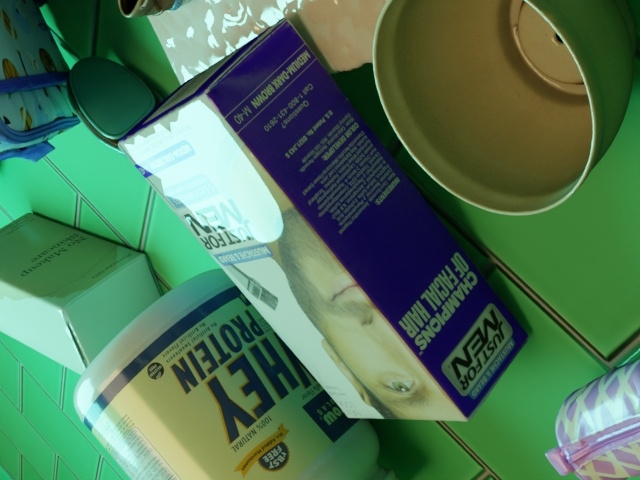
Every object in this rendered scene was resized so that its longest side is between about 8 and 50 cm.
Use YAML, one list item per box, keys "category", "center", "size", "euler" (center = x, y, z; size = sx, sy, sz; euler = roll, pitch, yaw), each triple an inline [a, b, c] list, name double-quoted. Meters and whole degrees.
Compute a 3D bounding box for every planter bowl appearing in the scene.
- category: "planter bowl"
  center: [0.128, -0.111, 0.628]
  size: [0.162, 0.109, 0.162]
  euler: [32, 141, 29]

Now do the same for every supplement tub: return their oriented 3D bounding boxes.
- category: "supplement tub"
  center: [-0.085, 0.219, 1.098]
  size: [0.325, 0.235, 0.235]
  euler: [47, 147, 9]

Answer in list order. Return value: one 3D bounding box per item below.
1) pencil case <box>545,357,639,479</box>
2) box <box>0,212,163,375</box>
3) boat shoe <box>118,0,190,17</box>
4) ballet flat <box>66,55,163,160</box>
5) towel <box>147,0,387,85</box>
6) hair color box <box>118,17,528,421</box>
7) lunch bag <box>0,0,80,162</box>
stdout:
- category: "pencil case"
  center: [0.251, 0.119, 0.714]
  size: [0.086, 0.088, 0.206]
  euler: [50, 149, 7]
- category: "box"
  center: [-0.364, 0.070, 1.398]
  size: [0.311, 0.148, 0.121]
  euler: [14, 131, 43]
- category: "boat shoe"
  center: [-0.135, -0.249, 0.774]
  size: [0.066, 0.066, 0.183]
  euler: [34, 145, 28]
- category: "ballet flat"
  center: [-0.178, -0.103, 1.059]
  size: [0.247, 0.083, 0.087]
  euler: [37, 159, 27]
- category: "towel"
  center: [-0.074, -0.272, 0.786]
  size: [0.331, 0.053, 0.317]
  euler: [1, 123, 52]
- category: "hair color box"
  center: [0.000, 0.000, 0.852]
  size: [0.339, 0.110, 0.185]
  euler: [50, 151, -16]
- category: "lunch bag"
  center: [-0.347, -0.192, 1.024]
  size: [0.303, 0.114, 0.243]
  euler: [-71, -43, -78]
